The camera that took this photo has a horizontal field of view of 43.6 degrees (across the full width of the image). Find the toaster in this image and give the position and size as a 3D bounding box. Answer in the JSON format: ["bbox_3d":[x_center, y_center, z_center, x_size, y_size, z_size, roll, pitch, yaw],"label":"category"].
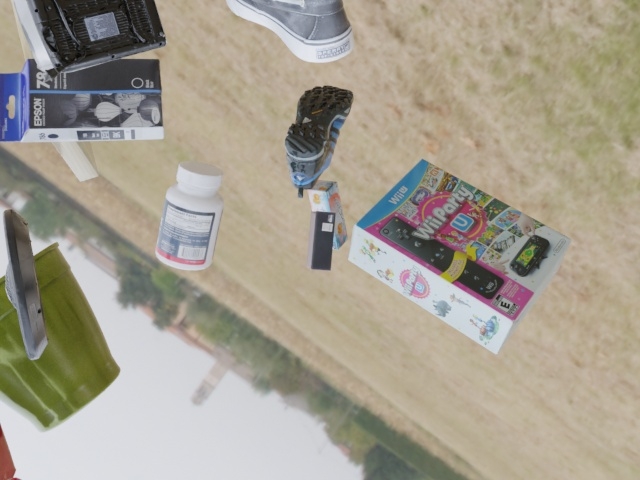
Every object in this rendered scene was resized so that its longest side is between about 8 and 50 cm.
[{"bbox_3d":[-0.319,-0.314,1.068,0.110,0.185,0.168,11,121,59],"label":"toaster"}]

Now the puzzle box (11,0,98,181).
[{"bbox_3d":[-0.639,-0.377,1.924,0.272,0.052,0.409,80,170,-67],"label":"puzzle box"}]

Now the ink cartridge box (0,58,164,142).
[{"bbox_3d":[-0.491,-0.287,1.632,0.332,0.165,0.065,-4,162,-11],"label":"ink cartridge box"}]

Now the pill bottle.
[{"bbox_3d":[-0.233,-0.047,1.455,0.107,0.180,0.108,13,-161,-5],"label":"pill bottle"}]

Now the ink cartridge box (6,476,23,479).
[{"bbox_3d":[-0.595,0.618,1.534,0.130,0.272,0.309,49,174,34],"label":"ink cartridge box"}]

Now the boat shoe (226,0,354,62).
[{"bbox_3d":[-0.053,-0.339,1.061,0.301,0.108,0.102,53,160,46],"label":"boat shoe"}]

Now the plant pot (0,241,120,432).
[{"bbox_3d":[-0.677,0.252,1.913,0.353,0.366,0.366,55,167,-9],"label":"plant pot"}]

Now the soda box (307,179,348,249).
[{"bbox_3d":[0.021,-0.068,2.120,0.063,0.058,0.183,10,128,32],"label":"soda box"}]

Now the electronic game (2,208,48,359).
[{"bbox_3d":[-0.449,0.066,1.204,0.229,0.048,0.229,169,90,-71],"label":"electronic game"}]

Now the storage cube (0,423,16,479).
[{"bbox_3d":[-0.804,0.492,1.744,0.215,0.183,0.193,-93,-5,-69],"label":"storage cube"}]

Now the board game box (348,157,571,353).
[{"bbox_3d":[0.235,0.017,1.366,0.303,0.224,0.098,31,143,20],"label":"board game box"}]

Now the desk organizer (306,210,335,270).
[{"bbox_3d":[0.000,0.000,1.781,0.047,0.130,0.050,5,-178,-15],"label":"desk organizer"}]

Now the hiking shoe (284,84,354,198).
[{"bbox_3d":[-0.011,-0.230,1.731,0.113,0.304,0.132,17,132,11],"label":"hiking shoe"}]
